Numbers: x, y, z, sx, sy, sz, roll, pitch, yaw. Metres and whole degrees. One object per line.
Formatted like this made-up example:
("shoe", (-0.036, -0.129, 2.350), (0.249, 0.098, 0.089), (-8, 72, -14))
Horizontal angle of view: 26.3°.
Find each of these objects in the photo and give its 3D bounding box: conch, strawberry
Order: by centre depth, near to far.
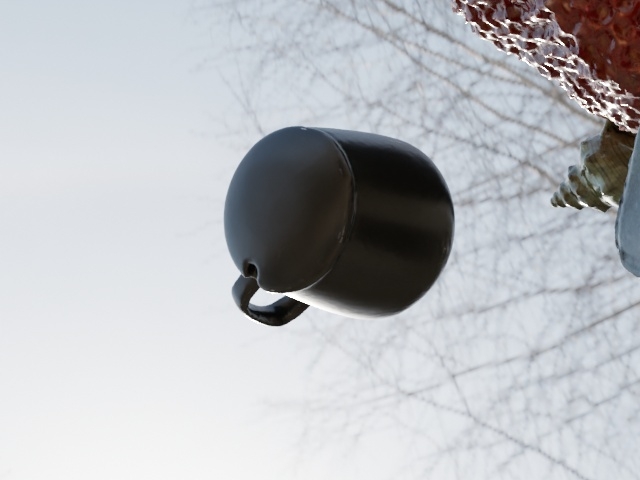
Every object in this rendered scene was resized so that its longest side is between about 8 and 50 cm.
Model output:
("strawberry", (0.256, -0.254, 1.275), (0.267, 0.351, 0.312), (-28, -22, 3))
("conch", (0.332, -0.104, 1.407), (0.234, 0.137, 0.114), (-48, -15, 14))

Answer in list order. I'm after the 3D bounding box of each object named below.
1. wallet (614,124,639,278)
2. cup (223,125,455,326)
("wallet", (0.226, -0.090, 0.525), (0.054, 0.251, 0.291), (14, -81, -19))
("cup", (0.000, 0.000, 1.230), (0.223, 0.169, 0.176), (-46, -31, 23))
